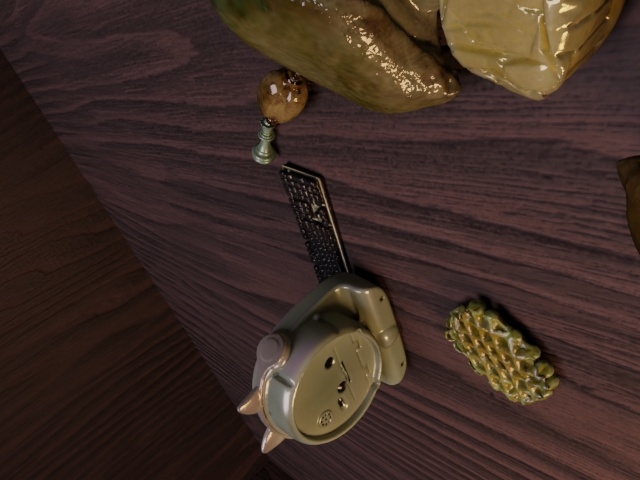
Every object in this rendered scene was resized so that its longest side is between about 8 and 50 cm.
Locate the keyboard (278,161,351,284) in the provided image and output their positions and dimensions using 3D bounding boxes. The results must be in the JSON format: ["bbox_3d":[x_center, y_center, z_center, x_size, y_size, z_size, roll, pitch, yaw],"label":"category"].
[{"bbox_3d":[0.000,0.000,1.132,0.106,0.027,0.317,25,146,42],"label":"keyboard"}]

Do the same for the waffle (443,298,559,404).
[{"bbox_3d":[0.263,0.168,0.913,0.183,0.036,0.169,46,157,14],"label":"waffle"}]

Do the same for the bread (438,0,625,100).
[{"bbox_3d":[0.159,-0.231,0.452,0.140,0.106,0.236,32,149,37],"label":"bread"}]

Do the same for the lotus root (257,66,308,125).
[{"bbox_3d":[-0.054,-0.212,0.886,0.072,0.063,0.152,34,158,-10],"label":"lotus root"}]

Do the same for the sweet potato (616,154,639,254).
[{"bbox_3d":[0.400,0.073,0.457,0.423,0.130,0.130,41,154,11],"label":"sweet potato"}]

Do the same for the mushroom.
[{"bbox_3d":[0.013,-0.219,0.625,0.292,0.212,0.217,13,129,43],"label":"mushroom"}]

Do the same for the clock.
[{"bbox_3d":[0.005,0.238,1.098,0.109,0.324,0.265,25,146,44],"label":"clock"}]

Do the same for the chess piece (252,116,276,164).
[{"bbox_3d":[-0.092,-0.173,1.037,0.042,0.042,0.093,42,148,18],"label":"chess piece"}]
